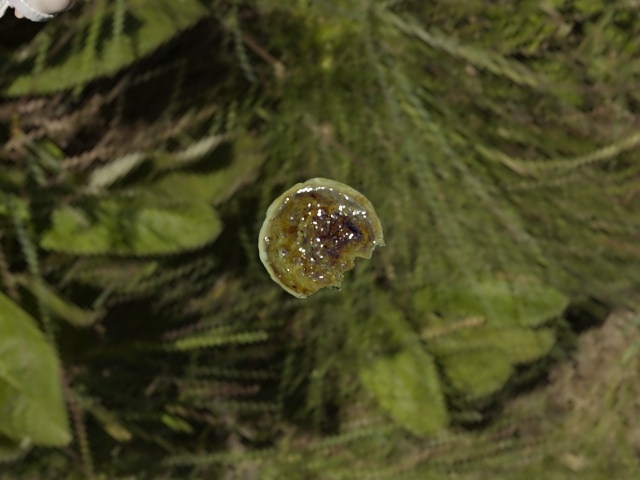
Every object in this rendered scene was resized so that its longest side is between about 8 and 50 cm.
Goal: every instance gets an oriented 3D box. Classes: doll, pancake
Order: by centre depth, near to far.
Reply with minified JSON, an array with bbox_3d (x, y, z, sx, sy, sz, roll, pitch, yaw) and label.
[{"bbox_3d":[-0.004,-0.005,1.747,0.116,0.129,0.022,45,-176,1],"label":"pancake"},{"bbox_3d":[-0.315,-0.287,1.878,0.084,0.127,0.073,65,-179,-62],"label":"doll"}]
